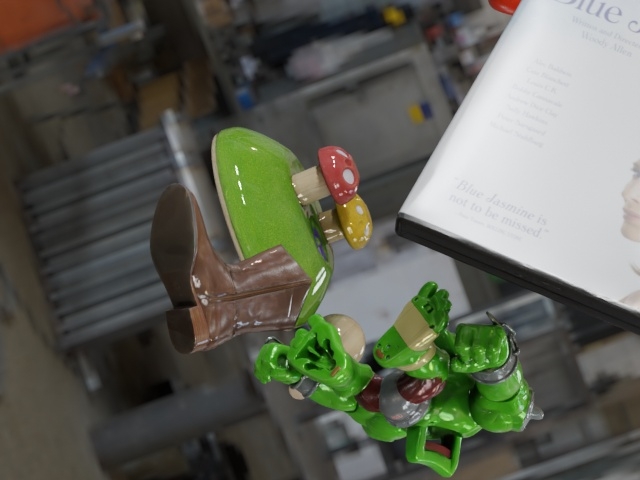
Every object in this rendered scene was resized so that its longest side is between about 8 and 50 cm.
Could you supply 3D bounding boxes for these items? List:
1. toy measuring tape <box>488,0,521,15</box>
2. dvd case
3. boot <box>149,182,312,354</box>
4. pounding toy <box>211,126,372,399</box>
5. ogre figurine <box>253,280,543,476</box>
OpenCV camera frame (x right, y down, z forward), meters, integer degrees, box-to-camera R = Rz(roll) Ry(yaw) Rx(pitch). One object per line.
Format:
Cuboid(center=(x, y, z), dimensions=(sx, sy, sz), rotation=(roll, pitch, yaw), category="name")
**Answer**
Cuboid(center=(0.137, -0.279, 1.710), dimensions=(0.121, 0.330, 0.121), rotation=(9, 90, -89), category="toy measuring tape")
Cuboid(center=(0.178, -0.066, 1.103), dimensions=(0.253, 0.180, 0.022), rotation=(-59, 164, -32), category="dvd case")
Cuboid(center=(-0.051, 0.011, 1.109), dimensions=(0.114, 0.037, 0.106), rotation=(-14, 105, -48), category="boot")
Cuboid(center=(0.000, 0.000, 1.549), dimensions=(0.183, 0.110, 0.237), rotation=(-27, 97, -80), category="pounding toy")
Cuboid(center=(0.060, 0.095, 1.203), dimensions=(0.118, 0.197, 0.097), rotation=(42, 33, -38), category="ogre figurine")
